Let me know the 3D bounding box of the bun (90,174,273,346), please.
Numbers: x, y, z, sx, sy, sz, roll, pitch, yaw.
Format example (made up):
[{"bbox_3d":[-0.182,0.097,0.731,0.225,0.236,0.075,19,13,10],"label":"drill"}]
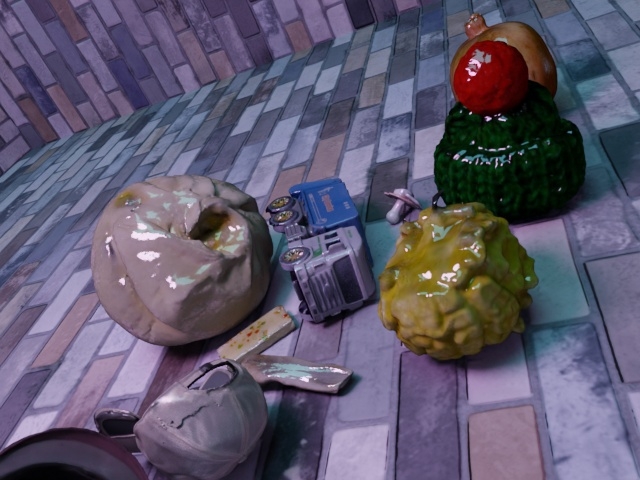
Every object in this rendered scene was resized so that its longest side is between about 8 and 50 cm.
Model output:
[{"bbox_3d":[-0.262,0.021,1.168,0.365,0.365,0.219,-44,-8,-28],"label":"bun"}]

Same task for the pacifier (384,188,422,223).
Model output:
[{"bbox_3d":[0.168,-0.069,1.268,0.078,0.081,0.099,-62,8,0],"label":"pacifier"}]

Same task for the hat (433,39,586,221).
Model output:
[{"bbox_3d":[0.322,-0.210,1.092,0.274,0.332,0.242,-6,37,26],"label":"hat"}]

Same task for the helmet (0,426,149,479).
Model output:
[{"bbox_3d":[-0.344,0.419,0.720,0.197,0.271,0.338,-51,25,22],"label":"helmet"}]

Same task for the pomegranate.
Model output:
[{"bbox_3d":[0.403,-0.384,1.365,0.229,0.270,0.252,-23,22,22],"label":"pomegranate"}]

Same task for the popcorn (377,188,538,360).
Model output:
[{"bbox_3d":[0.192,0.051,0.894,0.249,0.225,0.249,-21,35,15],"label":"popcorn"}]

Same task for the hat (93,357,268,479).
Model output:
[{"bbox_3d":[-0.200,0.282,0.900,0.275,0.161,0.232,-28,-16,38],"label":"hat"}]

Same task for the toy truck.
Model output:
[{"bbox_3d":[0.000,0.000,1.194,0.175,0.146,0.367,-20,30,2],"label":"toy truck"}]

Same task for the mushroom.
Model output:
[{"bbox_3d":[-0.040,0.220,0.983,0.202,0.054,0.059,-2,43,26],"label":"mushroom"}]

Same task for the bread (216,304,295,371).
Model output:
[{"bbox_3d":[-0.121,0.181,1.119,0.153,0.028,0.068,-34,33,-10],"label":"bread"}]
